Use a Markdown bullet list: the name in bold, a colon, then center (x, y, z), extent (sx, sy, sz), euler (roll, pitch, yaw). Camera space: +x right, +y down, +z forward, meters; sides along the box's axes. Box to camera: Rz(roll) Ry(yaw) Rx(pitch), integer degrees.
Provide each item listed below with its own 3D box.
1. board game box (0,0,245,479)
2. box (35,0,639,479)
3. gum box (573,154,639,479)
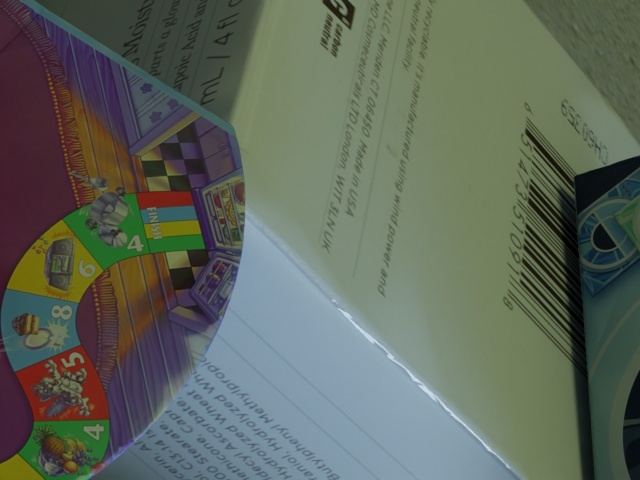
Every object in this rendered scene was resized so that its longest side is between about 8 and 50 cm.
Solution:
- **board game box**: center (-0.100, -0.017, 0.372), extent (0.168, 0.033, 0.133), euler (33, 60, 12)
- **box**: center (0.000, 0.000, 0.532), extent (0.182, 0.119, 0.181), euler (44, 37, -30)
- **gum box**: center (0.147, 0.043, 0.457), extent (0.041, 0.157, 0.184), euler (39, 41, -44)
